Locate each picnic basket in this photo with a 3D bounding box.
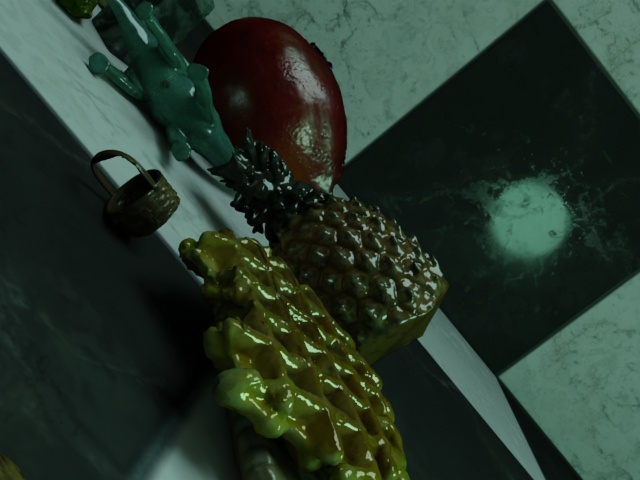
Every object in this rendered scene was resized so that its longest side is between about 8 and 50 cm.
[{"bbox_3d":[-0.180,-0.050,0.688,0.083,0.072,0.072,56,5,-29],"label":"picnic basket"}]

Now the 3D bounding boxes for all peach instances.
[{"bbox_3d":[-0.105,-0.222,1.260,0.201,0.257,0.362,1,56,-54],"label":"peach"}]

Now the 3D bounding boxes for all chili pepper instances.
[{"bbox_3d":[-0.372,-0.402,1.148,0.204,0.073,0.072,-97,167,-53],"label":"chili pepper"}]

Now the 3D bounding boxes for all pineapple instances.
[{"bbox_3d":[0.000,0.000,0.980,0.362,0.202,0.202,50,9,12],"label":"pineapple"}]

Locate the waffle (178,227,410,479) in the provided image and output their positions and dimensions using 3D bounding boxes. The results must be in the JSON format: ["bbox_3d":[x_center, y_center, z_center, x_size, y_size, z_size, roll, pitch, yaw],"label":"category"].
[{"bbox_3d":[-0.020,0.102,0.648,0.281,0.058,0.301,47,9,-14],"label":"waffle"}]

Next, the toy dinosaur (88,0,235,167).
[{"bbox_3d":[-0.213,-0.208,1.130,0.383,0.129,0.331,54,1,10],"label":"toy dinosaur"}]

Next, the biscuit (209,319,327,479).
[{"bbox_3d":[0.001,0.210,0.604,0.217,0.044,0.325,42,10,-33],"label":"biscuit"}]

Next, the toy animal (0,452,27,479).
[{"bbox_3d":[-0.142,0.116,0.279,0.275,0.054,0.149,40,17,-55],"label":"toy animal"}]

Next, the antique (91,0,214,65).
[{"bbox_3d":[-0.265,-0.372,1.185,0.088,0.183,0.086,55,10,28],"label":"antique"}]

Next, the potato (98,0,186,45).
[{"bbox_3d":[-0.341,-0.440,1.365,0.243,0.098,0.138,47,4,17],"label":"potato"}]
